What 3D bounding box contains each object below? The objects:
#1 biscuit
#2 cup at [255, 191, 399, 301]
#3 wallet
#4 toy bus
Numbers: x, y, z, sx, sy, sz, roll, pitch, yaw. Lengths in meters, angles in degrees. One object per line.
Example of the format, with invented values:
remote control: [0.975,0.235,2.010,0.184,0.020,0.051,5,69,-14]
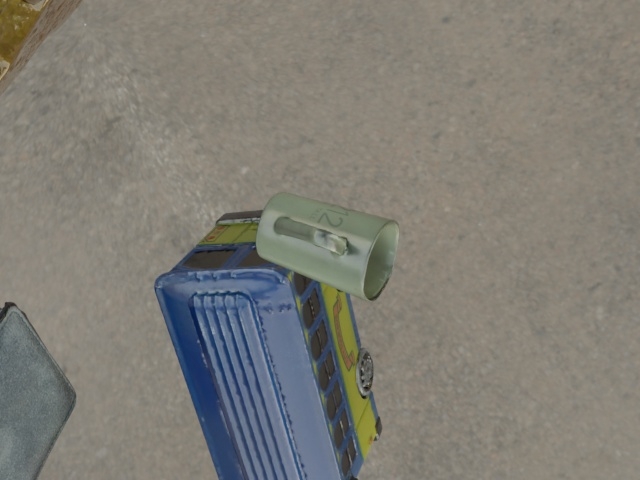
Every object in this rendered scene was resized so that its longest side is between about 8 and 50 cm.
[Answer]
biscuit: [-0.306,-0.352,0.928,0.076,0.394,0.368,36,54,-19]
cup: [0.000,0.005,0.499,0.083,0.075,0.055,18,115,22]
wallet: [-0.328,0.190,0.789,0.036,0.222,0.167,-4,132,14]
toy bus: [-0.038,0.124,0.780,0.138,0.175,0.288,-4,114,22]
